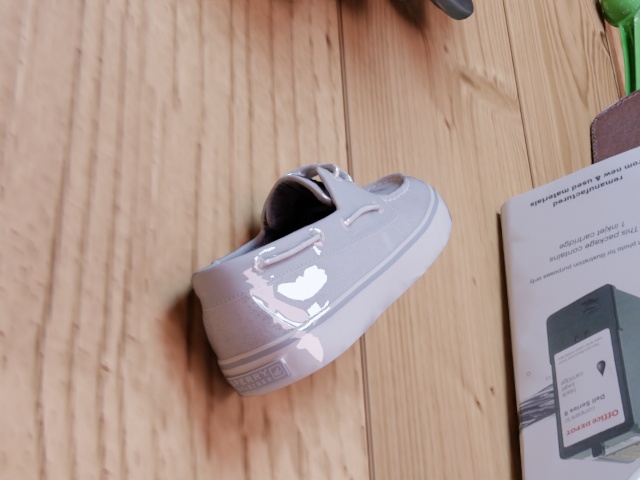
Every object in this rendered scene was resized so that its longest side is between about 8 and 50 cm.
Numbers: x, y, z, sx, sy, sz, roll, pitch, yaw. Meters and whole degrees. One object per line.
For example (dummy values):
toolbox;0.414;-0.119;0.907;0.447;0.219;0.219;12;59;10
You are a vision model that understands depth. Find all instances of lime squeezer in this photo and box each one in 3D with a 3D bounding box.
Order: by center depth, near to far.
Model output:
lime squeezer;0.272;-0.256;1.277;0.110;0.058;0.310;-6;76;-63

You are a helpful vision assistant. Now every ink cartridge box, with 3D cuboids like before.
ink cartridge box;0.211;0.121;0.800;0.211;0.121;0.289;46;33;-38

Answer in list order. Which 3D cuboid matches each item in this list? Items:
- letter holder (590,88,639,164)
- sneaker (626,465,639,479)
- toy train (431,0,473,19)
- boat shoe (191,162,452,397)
letter holder;0.386;-0.103;1.098;0.152;0.301;0.214;49;32;-33
sneaker;0.115;0.248;0.522;0.323;0.130;0.236;-35;126;-40
toy train;0.041;-0.239;0.753;0.334;0.142;0.190;-5;65;-63
boat shoe;0.000;0.000;0.575;0.184;0.066;0.063;-40;108;-52
